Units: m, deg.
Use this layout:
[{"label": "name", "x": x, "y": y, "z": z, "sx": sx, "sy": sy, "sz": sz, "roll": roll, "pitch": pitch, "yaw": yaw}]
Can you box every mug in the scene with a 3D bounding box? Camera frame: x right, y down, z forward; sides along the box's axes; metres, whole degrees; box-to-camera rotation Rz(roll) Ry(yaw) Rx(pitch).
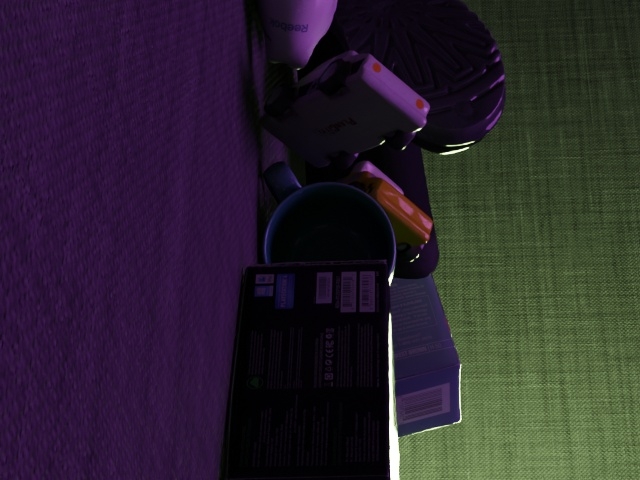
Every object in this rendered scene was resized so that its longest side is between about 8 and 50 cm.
[{"label": "mug", "x": 0.009, "y": 0.004, "z": 1.463, "sx": 0.097, "sy": 0.129, "sz": 0.157, "roll": 82, "pitch": 8, "yaw": -77}]

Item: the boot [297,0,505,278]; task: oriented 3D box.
[{"label": "boot", "x": 0.086, "y": -0.099, "z": 1.724, "sx": 0.367, "sy": 0.146, "sz": 0.445, "roll": 56, "pitch": -19, "yaw": 37}]

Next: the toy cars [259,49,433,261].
[{"label": "toy cars", "x": 0.039, "y": -0.085, "z": 1.497, "sx": 0.393, "sy": 0.176, "sz": 0.087, "roll": 81, "pitch": 32, "yaw": -60}]

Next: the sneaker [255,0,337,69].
[{"label": "sneaker", "x": -0.023, "y": -0.267, "z": 1.496, "sx": 0.297, "sy": 0.111, "sz": 0.129, "roll": -70, "pitch": 172, "yaw": -63}]

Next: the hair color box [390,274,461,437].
[{"label": "hair color box", "x": 0.093, "y": 0.064, "z": 2.075, "sx": 0.185, "sy": 0.114, "sz": 0.374, "roll": 82, "pitch": -7, "yaw": -59}]

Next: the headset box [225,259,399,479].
[{"label": "headset box", "x": 0.003, "y": 0.202, "z": 1.311, "sx": 0.246, "sy": 0.131, "sz": 0.283, "roll": -87, "pitch": 174, "yaw": -47}]
